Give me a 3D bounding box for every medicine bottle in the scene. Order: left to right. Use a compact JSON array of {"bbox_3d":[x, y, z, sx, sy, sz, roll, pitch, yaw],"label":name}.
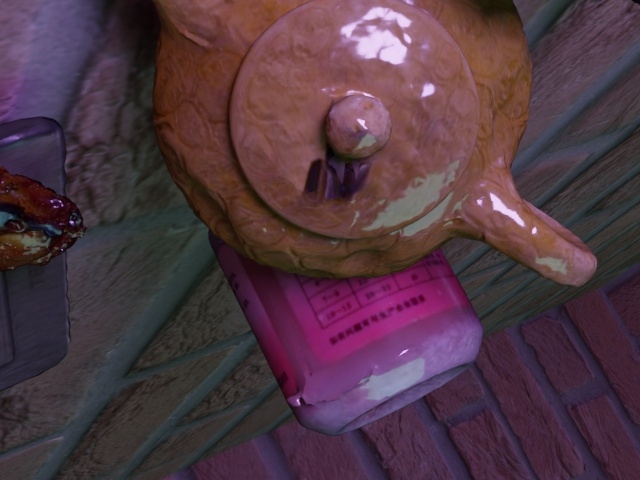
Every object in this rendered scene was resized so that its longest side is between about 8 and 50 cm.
[{"bbox_3d":[0.000,0.000,0.675,0.147,0.247,0.147,-25,164,-8],"label":"medicine bottle"}]

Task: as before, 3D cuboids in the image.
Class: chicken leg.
[{"bbox_3d":[-0.190,-0.013,0.505,0.145,0.037,0.062,14,114,-45],"label":"chicken leg"}]

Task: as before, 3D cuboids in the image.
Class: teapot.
[{"bbox_3d":[0.024,-0.063,0.507,0.203,0.311,0.167,-52,-167,12],"label":"teapot"}]

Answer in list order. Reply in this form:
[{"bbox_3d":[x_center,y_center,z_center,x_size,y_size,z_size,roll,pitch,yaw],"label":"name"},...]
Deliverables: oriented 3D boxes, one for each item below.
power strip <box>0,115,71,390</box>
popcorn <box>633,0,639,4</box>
[{"bbox_3d":[-0.282,0.031,0.588,0.257,0.092,0.251,-19,154,-27],"label":"power strip"},{"bbox_3d":[0.135,-0.197,0.419,0.189,0.169,0.218,-38,158,33],"label":"popcorn"}]
